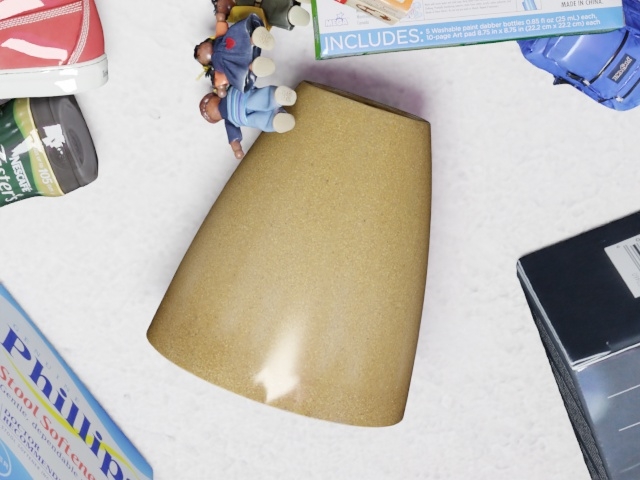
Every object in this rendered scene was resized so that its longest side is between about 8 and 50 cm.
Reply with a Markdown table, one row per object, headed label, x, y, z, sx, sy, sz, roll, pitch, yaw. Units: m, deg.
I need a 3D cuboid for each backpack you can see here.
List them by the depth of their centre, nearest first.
| label | x | y | z | sx | sy | sz | roll | pitch | yaw |
| --- | --- | --- | --- | --- | --- | --- | --- | --- | --- |
| backpack | 0.243 | -0.166 | 1.352 | 0.120 | 0.101 | 0.098 | 28 | 116 | -21 |

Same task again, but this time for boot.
| label | x | y | z | sx | sy | sz | roll | pitch | yaw |
| --- | --- | --- | --- | --- | --- | --- | --- | --- | --- |
| boot | -0.306 | -0.201 | 1.277 | 0.244 | 0.088 | 0.176 | -8 | 109 | -3 |

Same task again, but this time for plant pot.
| label | x | y | z | sx | sy | sz | roll | pitch | yaw |
| --- | --- | --- | --- | --- | --- | --- | --- | --- | --- |
| plant pot | 0.000 | 0.000 | 1.346 | 0.237 | 0.237 | 0.254 | 16 | 99 | -15 |

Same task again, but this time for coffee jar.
| label | x | y | z | sx | sy | sz | roll | pitch | yaw |
| --- | --- | --- | --- | --- | --- | --- | --- | --- | --- |
| coffee jar | -0.287 | -0.068 | 1.340 | 0.184 | 0.079 | 0.096 | -18 | 118 | 1 |

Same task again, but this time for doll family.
| label | x | y | z | sx | sy | sz | roll | pitch | yaw |
| --- | --- | --- | --- | --- | --- | --- | --- | --- | --- |
| doll family | -0.064 | -0.167 | 1.301 | 0.076 | 0.111 | 0.193 | 17 | 82 | -44 |

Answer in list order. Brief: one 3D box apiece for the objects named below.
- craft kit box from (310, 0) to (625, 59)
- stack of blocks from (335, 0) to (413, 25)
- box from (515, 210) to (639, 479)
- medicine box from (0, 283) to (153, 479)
| label | x | y | z | sx | sy | sz | roll | pitch | yaw |
| --- | --- | --- | --- | --- | --- | --- | --- | --- | --- |
| craft kit box | 0.106 | -0.278 | 1.250 | 0.250 | 0.061 | 0.246 | -5 | 94 | -5 |
| stack of blocks | 0.043 | -0.334 | 1.174 | 0.171 | 0.087 | 0.297 | 23 | 89 | -5 |
| box | 0.396 | 0.167 | 1.473 | 0.293 | 0.212 | 0.395 | -22 | 117 | 3 |
| medicine box | -0.277 | 0.226 | 1.367 | 0.149 | 0.289 | 0.263 | -30 | 116 | 10 |
